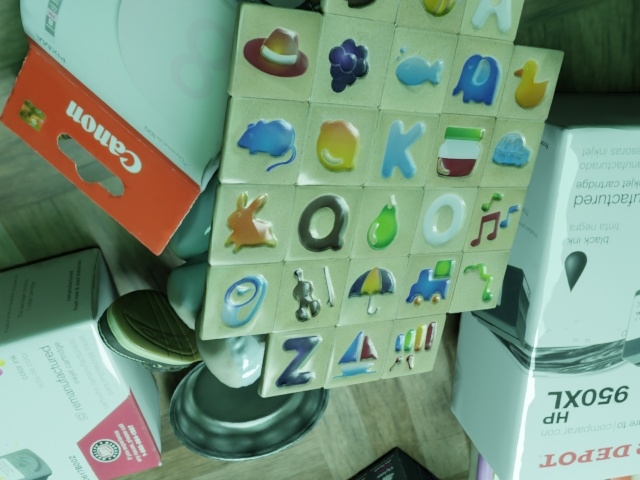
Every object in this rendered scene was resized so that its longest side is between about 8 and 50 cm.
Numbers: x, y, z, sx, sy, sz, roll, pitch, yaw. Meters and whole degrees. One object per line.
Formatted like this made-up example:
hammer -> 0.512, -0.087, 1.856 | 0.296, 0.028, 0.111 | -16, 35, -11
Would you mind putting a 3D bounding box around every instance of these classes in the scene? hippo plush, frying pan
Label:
hippo plush -> 0.000, 0.000, 0.743 | 0.236, 0.234, 0.294 | 12, 79, -42
frying pan -> -0.050, 0.145, 0.889 | 0.197, 0.053, 0.326 | 25, 113, -30

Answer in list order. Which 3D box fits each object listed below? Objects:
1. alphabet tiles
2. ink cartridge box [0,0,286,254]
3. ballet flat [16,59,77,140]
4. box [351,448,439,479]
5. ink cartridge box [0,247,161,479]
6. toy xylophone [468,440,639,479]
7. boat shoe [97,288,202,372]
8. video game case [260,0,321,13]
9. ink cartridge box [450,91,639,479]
alphabet tiles -> 0.053, -0.042, 0.558 | 0.285, 0.011, 0.343 | -3, 113, -32
ink cartridge box -> -0.149, -0.115, 0.555 | 0.189, 0.066, 0.232 | 41, 116, 2
ballet flat -> -0.185, -0.189, 0.608 | 0.073, 0.080, 0.232 | 35, 110, 0
box -> 0.132, 0.456, 1.018 | 0.143, 0.270, 0.165 | -38, 124, 12
ink cartridge box -> -0.342, 0.163, 0.774 | 0.306, 0.131, 0.226 | -16, 127, -5
toy xylophone -> 0.301, 0.342, 0.955 | 0.322, 0.081, 0.236 | 0, 89, -31
boat shoe -> -0.160, 0.101, 0.759 | 0.073, 0.080, 0.223 | -31, 166, 13
video game case -> 0.009, -0.192, 0.576 | 0.232, 0.042, 0.210 | -45, 90, -1
ink cartridge box -> 0.318, 0.050, 0.804 | 0.285, 0.166, 0.395 | -3, 112, -13
